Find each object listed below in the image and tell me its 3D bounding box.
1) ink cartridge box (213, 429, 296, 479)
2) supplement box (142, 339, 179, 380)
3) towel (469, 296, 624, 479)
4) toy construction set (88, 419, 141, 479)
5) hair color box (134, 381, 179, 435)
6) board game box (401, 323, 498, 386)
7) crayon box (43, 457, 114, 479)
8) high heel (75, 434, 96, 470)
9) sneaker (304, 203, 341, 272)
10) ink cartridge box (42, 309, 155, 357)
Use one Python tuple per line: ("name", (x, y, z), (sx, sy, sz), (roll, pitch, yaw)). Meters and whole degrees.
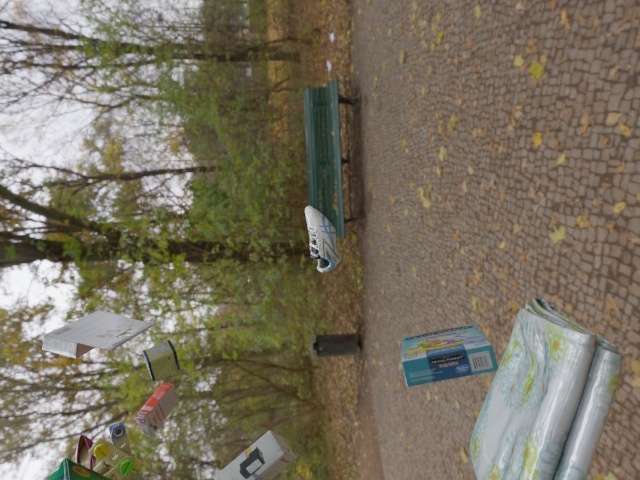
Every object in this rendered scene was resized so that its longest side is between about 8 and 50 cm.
("ink cartridge box", (-0.161, 0.573, 1.104), (0.072, 0.175, 0.127), (46, 166, 30))
("supplement box", (-0.474, 0.357, 1.303), (0.056, 0.083, 0.083), (42, 141, 41))
("towel", (0.350, 0.295, 0.734), (0.320, 0.090, 0.375), (-5, -70, -77))
("toy construction set", (-0.440, 0.604, 0.997), (0.328, 0.215, 0.151), (46, 149, 1))
("hair color box", (-0.609, 0.628, 1.635), (0.167, 0.053, 0.093), (-56, -37, -55))
("board game box", (0.388, 0.349, 1.374), (0.336, 0.253, 0.079), (4, -108, -79))
("crayon box", (-0.500, 0.559, 0.791), (0.081, 0.278, 0.165), (26, 159, 54))
("high heel", (-0.857, 0.825, 1.586), (0.244, 0.082, 0.117), (-130, 28, -63))
("sneaker", (0.000, 0.000, 1.276), (0.085, 0.086, 0.237), (22, 144, 40))
("ink cartridge box", (-0.744, 0.326, 1.498), (0.275, 0.238, 0.060), (-39, -39, -78))
